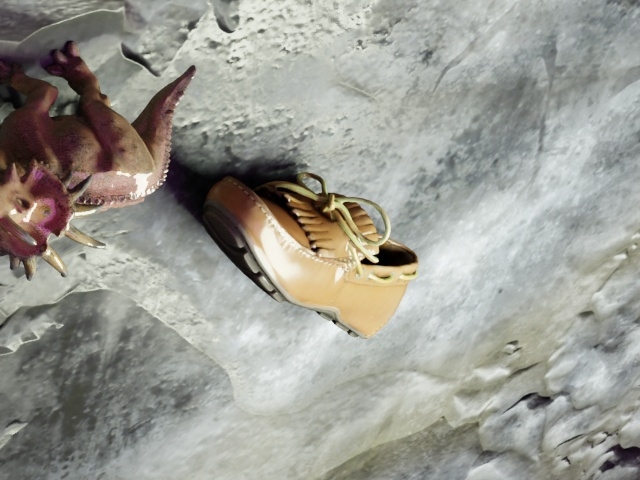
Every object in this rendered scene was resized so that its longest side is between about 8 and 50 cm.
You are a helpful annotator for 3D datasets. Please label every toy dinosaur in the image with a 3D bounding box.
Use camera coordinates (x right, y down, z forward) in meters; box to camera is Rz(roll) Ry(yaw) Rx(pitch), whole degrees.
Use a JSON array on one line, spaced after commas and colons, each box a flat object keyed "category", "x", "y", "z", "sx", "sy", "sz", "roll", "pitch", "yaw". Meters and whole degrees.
[{"category": "toy dinosaur", "x": -0.216, "y": -0.063, "z": 1.666, "sx": 0.296, "sy": 0.200, "sz": 0.127, "roll": -17, "pitch": 137, "yaw": -33}]

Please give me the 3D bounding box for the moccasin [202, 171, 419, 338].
[{"category": "moccasin", "x": 0.002, "y": 0.002, "z": 1.999, "sx": 0.147, "sy": 0.139, "sz": 0.380, "roll": -49, "pitch": 145, "yaw": 7}]
